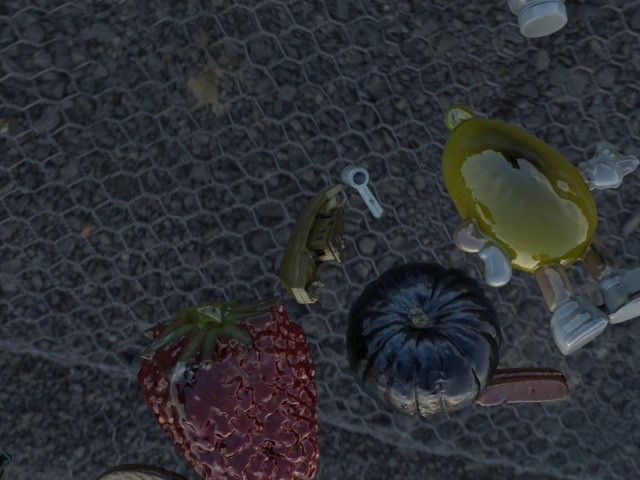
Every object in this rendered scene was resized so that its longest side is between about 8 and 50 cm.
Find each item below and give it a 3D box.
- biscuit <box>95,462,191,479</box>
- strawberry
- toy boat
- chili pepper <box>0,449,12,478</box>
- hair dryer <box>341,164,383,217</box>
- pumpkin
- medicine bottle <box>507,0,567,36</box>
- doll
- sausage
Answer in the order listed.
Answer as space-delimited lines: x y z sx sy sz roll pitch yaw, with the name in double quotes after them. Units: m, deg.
-0.327 0.575 1.628 0.317 0.040 0.318 8 120 14 "biscuit"
-0.141 0.266 1.298 0.291 0.292 0.344 -11 105 -4 "strawberry"
0.000 0.000 1.080 0.072 0.206 0.064 -6 132 26 "toy boat"
-0.460 0.342 0.979 0.088 0.059 0.227 34 101 28 "chili pepper"
0.101 -0.105 1.778 0.047 0.082 0.137 -35 105 -4 "hair dryer"
0.236 0.226 1.835 0.363 0.364 0.266 -15 146 -2 "pumpkin"
0.288 -0.352 1.077 0.079 0.079 0.140 -7 76 -5 "medicine bottle"
0.373 -0.031 1.272 0.347 0.424 0.161 3 152 -8 "doll"
0.503 0.380 2.090 0.330 0.102 0.102 1 110 -23 "sausage"
